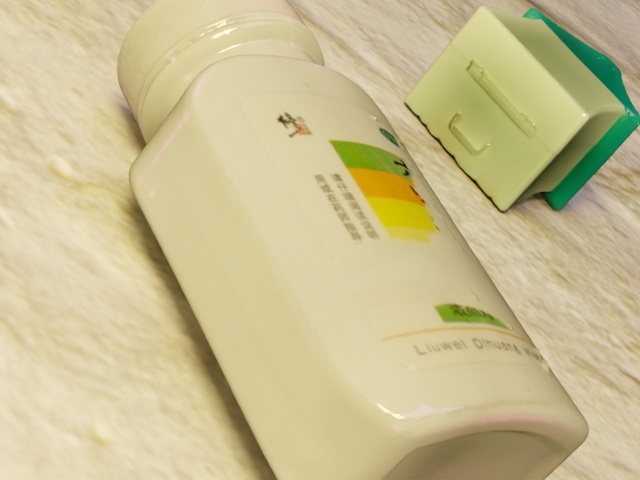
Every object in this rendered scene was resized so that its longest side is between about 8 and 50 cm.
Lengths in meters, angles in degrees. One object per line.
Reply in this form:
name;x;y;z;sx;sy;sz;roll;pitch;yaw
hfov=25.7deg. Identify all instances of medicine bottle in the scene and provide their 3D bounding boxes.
medicine bottle;0.000;0.000;0.691;0.161;0.111;0.296;11;38;-44

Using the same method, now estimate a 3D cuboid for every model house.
model house;0.161;-0.099;1.052;0.149;0.100;0.127;-9;55;-53
